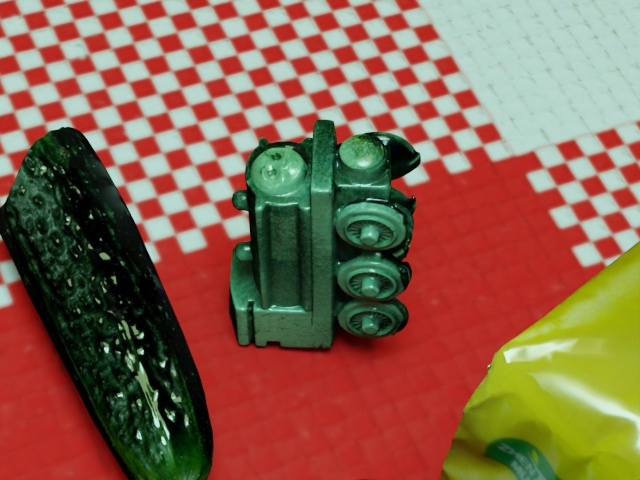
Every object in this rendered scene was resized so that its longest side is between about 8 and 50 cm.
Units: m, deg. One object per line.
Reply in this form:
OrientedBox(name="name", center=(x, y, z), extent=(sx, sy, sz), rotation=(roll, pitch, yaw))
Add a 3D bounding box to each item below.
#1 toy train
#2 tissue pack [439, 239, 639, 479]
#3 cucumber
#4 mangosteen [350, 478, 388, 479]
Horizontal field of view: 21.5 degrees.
OrientedBox(name="toy train", center=(0.000, 0.000, 0.956), extent=(0.111, 0.170, 0.071), rotation=(1, 55, 1))
OrientedBox(name="tissue pack", center=(0.291, 0.150, 0.855), extent=(0.293, 0.228, 0.382), rotation=(-36, 66, -26))
OrientedBox(name="cucumber", center=(-0.121, 0.042, 0.967), extent=(0.074, 0.074, 0.241), rotation=(-19, 60, -20))
OrientedBox(name="mangosteen", center=(0.020, 0.258, 0.711), extent=(0.300, 0.300, 0.300), rotation=(4, 54, -6))
